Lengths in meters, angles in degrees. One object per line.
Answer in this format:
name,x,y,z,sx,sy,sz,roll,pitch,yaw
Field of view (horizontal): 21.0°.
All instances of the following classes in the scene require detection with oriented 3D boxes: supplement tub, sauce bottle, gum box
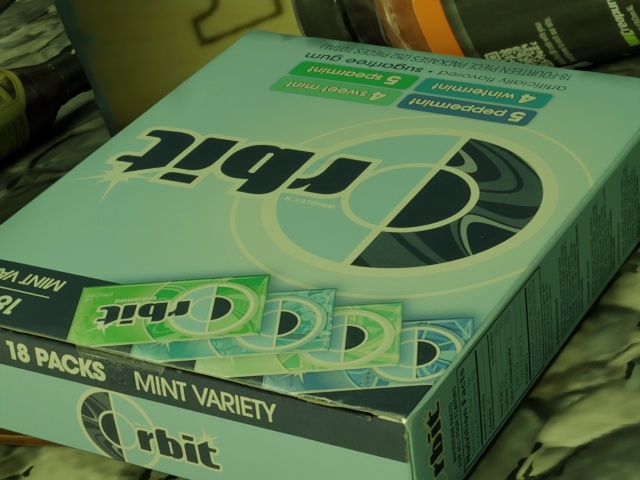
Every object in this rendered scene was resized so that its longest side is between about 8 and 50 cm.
supplement tub,0.088,-0.118,0.674,0.198,0.106,0.106,-12,23,24
sauce bottle,-0.165,-0.064,0.884,0.042,0.042,0.128,-1,29,44
gum box,0.000,0.000,0.505,0.157,0.041,0.184,11,34,28

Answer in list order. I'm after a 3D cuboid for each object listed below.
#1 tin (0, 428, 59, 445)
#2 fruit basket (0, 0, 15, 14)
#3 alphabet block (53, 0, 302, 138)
tin,-0.096,0.027,0.600,0.189,0.040,0.106,-4,23,40
fruit basket,-0.233,-0.031,0.626,0.327,0.165,0.353,-39,8,21
alphabet block,-0.047,-0.189,0.865,0.197,0.193,0.192,-21,22,2
